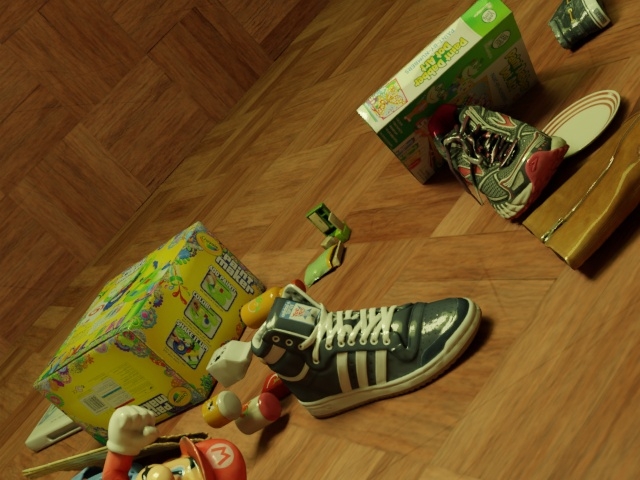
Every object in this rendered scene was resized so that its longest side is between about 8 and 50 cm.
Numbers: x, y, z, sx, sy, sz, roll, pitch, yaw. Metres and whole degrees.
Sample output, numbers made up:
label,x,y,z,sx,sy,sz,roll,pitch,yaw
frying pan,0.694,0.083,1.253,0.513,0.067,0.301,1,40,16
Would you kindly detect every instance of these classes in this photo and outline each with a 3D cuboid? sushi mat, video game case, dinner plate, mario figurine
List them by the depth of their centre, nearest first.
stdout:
label,x,y,z,sx,sy,sz,roll,pitch,yaw
mario figurine,-0.236,0.312,1.109,0.320,0.198,0.170,-26,5,-9
dinner plate,0.333,-0.142,1.276,0.141,0.017,0.141,-38,18,15
sushi mat,-0.311,0.324,1.466,0.316,0.151,0.019,-25,70,45
video game case,-0.440,0.264,2.006,0.300,0.036,0.329,-29,23,38

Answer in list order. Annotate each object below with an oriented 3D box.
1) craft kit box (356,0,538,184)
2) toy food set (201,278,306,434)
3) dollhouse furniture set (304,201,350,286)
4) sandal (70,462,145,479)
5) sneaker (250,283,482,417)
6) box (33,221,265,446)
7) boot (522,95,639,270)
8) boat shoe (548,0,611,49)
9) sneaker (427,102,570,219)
label,x,y,z,sx,sy,sz,roll,pitch,yaw
craft kit box,0.195,-0.214,1.437,0.246,0.061,0.250,-44,-24,6
toy food set,-0.067,0.160,1.306,0.104,0.111,0.232,-34,18,30
dollhouse furniture set,0.000,0.000,1.609,0.076,0.058,0.152,-35,20,28
sandal,-0.281,0.354,1.332,0.317,0.126,0.138,-24,22,44
sneaker,0.039,0.105,1.134,0.282,0.153,0.099,-30,23,37
box,-0.290,0.162,1.681,0.290,0.177,0.279,-30,23,39
boot,0.342,-0.085,1.000,0.280,0.096,0.264,-44,18,2
boat shoe,0.401,-0.368,1.554,0.083,0.065,0.183,-34,21,24
sneaker,0.218,-0.111,1.269,0.121,0.112,0.299,-54,16,2
